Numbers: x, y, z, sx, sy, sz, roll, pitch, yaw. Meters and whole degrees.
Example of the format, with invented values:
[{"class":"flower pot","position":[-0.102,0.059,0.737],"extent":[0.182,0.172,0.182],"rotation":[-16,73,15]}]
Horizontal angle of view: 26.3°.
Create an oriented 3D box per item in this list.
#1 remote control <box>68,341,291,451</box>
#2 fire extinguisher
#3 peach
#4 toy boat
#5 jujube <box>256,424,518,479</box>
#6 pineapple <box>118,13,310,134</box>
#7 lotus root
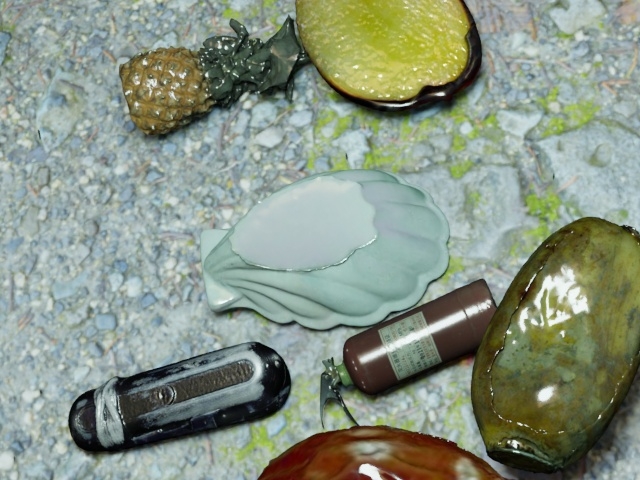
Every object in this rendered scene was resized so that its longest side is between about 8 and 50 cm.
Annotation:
[{"class":"remote control","position":[-0.166,0.175,1.542],"extent":[0.266,0.066,0.090],"rotation":[-15,59,8]},{"class":"fire extinguisher","position":[0.094,0.131,1.498],"extent":[0.231,0.071,0.099],"rotation":[-26,90,3]},{"class":"peach","position":[0.072,-0.252,1.671],"extent":[0.189,0.068,0.279],"rotation":[-40,67,-9]},{"class":"toy boat","position":[0.000,0.000,1.562],"extent":[0.290,0.100,0.199],"rotation":[-14,63,6]},{"class":"jujube","position":[0.094,0.325,1.300],"extent":[0.377,0.276,0.276],"rotation":[15,70,19]},{"class":"pineapple","position":[-0.124,-0.205,1.691],"extent":[0.237,0.111,0.119],"rotation":[-19,92,0]},{"class":"lotus root","position":[0.249,0.111,1.411],"extent":[0.160,0.152,0.275],"rotation":[28,70,3]}]
